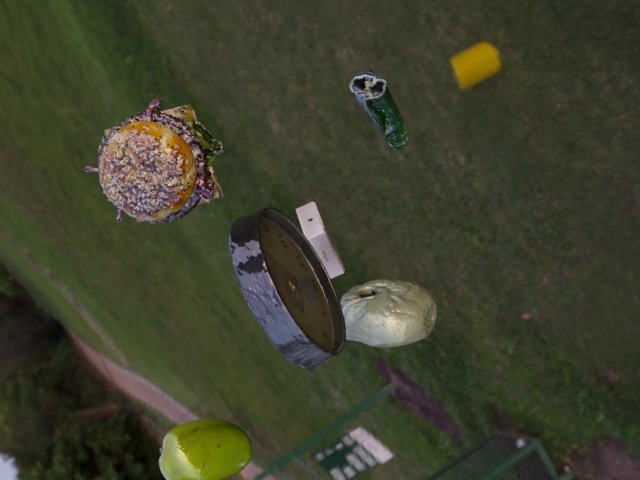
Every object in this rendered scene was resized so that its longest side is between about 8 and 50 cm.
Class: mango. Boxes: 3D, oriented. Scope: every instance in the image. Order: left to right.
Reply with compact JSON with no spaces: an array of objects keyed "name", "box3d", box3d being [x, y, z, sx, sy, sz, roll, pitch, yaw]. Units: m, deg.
[{"name":"mango","box3d":[-0.122,0.230,1.039,0.056,0.108,0.073,2,88,56]}]

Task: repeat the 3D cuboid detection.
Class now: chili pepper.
[{"name":"chili pepper","box3d":[0.129,-0.249,1.952,0.088,0.059,0.227,37,169,35]}]

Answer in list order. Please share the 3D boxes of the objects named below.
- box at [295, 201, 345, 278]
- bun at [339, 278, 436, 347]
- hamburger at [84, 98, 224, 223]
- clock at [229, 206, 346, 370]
[{"name":"box","box3d":[0.000,0.000,2.199,0.129,0.051,0.130,-108,-8,-54]},{"name":"bun","box3d":[0.137,0.144,2.012,0.221,0.221,0.108,-153,53,-63]},{"name":"hamburger","box3d":[-0.224,-0.100,1.311,0.164,0.189,0.093,60,-165,-8]},{"name":"clock","box3d":[-0.048,0.074,1.566,0.280,0.055,0.281,53,-161,-28]}]
